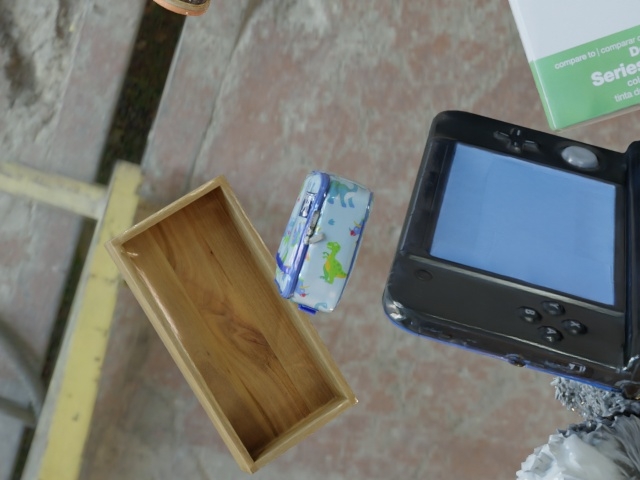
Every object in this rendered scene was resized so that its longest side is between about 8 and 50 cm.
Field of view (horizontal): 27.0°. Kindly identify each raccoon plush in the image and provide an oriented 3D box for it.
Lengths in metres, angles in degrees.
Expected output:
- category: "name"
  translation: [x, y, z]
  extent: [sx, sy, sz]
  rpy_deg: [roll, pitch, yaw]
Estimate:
- category: "raccoon plush"
  translation: [0.232, 0.148, 1.087]
  extent: [0.446, 0.216, 0.299]
  rpy_deg: [-4, 157, -36]

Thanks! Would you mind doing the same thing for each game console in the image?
- category: "game console"
  translation: [0.197, -0.051, 0.897]
  extent: [0.250, 0.293, 0.173]
  rpy_deg: [16, 122, 3]

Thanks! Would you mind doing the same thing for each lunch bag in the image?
- category: "lunch bag"
  translation: [0.000, 0.000, 1.726]
  extent: [0.090, 0.219, 0.176]
  rpy_deg: [18, 95, -6]

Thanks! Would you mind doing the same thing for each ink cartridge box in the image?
- category: "ink cartridge box"
  translation: [0.220, -0.243, 1.185]
  extent: [0.117, 0.201, 0.278]
  rpy_deg: [-18, 90, 12]

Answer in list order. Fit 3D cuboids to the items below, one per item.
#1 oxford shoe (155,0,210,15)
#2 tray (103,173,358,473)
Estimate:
- category: "oxford shoe"
  translation: [-0.194, -0.461, 1.807]
  extent: [0.130, 0.363, 0.132]
  rpy_deg: [8, 142, -28]
- category: "tray"
  translation: [-0.136, 0.128, 2.046]
  extent: [0.203, 0.076, 0.410]
  rpy_deg: [-32, 97, -18]
